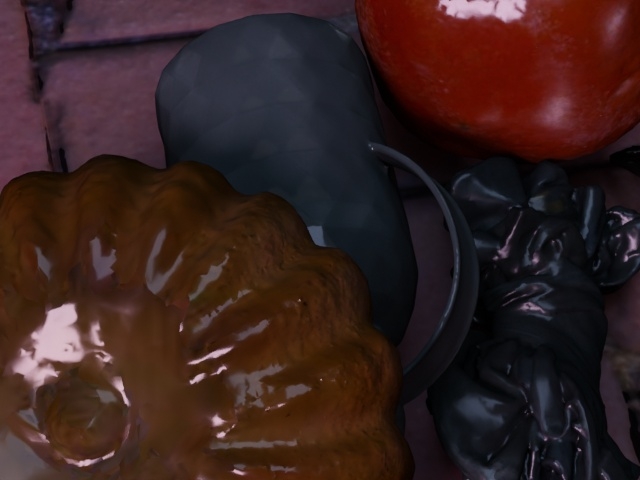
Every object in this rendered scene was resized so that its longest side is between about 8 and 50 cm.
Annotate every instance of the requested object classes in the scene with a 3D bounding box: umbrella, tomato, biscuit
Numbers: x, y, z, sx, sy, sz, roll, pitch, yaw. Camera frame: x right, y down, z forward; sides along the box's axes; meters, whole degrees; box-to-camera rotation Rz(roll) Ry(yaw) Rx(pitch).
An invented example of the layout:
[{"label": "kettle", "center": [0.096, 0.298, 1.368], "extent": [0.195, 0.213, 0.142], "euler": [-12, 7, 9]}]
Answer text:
[{"label": "umbrella", "center": [0.133, 0.099, 0.999], "extent": [0.143, 0.094, 0.348], "euler": [9, 54, 0]}, {"label": "tomato", "center": [0.128, -0.147, 1.105], "extent": [0.232, 0.232, 0.188], "euler": [26, 70, 14]}, {"label": "biscuit", "center": [-0.117, 0.102, 0.891], "extent": [0.326, 0.107, 0.325], "euler": [-4, 75, 16]}]

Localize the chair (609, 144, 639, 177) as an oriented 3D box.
[{"label": "chair", "center": [0.273, 0.001, 1.108], "extent": [0.084, 0.101, 0.212], "euler": [-14, 19, -17]}]

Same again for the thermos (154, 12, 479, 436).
[{"label": "thermos", "center": [0.000, 0.000, 1.019], "extent": [0.182, 0.145, 0.286], "euler": [-29, 54, 20]}]
